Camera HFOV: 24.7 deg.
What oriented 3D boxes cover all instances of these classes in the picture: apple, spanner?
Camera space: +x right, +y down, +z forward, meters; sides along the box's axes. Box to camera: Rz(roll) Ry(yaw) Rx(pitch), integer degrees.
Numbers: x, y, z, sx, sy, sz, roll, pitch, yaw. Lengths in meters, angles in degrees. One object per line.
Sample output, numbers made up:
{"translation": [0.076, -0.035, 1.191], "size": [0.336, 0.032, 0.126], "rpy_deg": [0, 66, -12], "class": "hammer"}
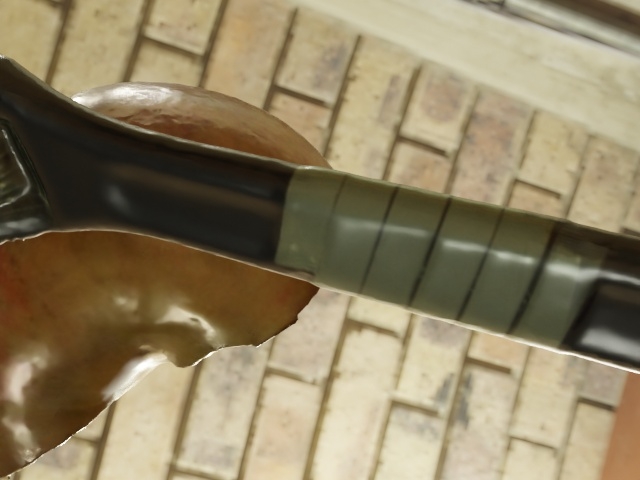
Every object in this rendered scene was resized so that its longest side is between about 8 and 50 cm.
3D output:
{"translation": [-0.135, -0.003, 0.887], "size": [0.293, 0.163, 0.251], "rpy_deg": [-28, -165, 7], "class": "apple"}
{"translation": [0.000, 0.000, 0.380], "size": [0.024, 0.315, 0.087], "rpy_deg": [-65, 167, -53], "class": "spanner"}
